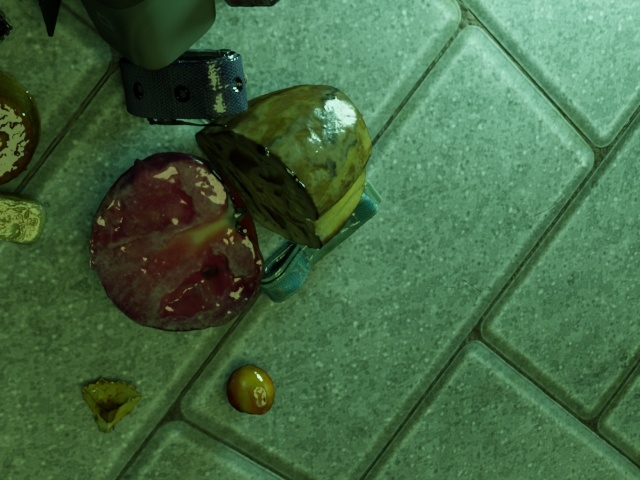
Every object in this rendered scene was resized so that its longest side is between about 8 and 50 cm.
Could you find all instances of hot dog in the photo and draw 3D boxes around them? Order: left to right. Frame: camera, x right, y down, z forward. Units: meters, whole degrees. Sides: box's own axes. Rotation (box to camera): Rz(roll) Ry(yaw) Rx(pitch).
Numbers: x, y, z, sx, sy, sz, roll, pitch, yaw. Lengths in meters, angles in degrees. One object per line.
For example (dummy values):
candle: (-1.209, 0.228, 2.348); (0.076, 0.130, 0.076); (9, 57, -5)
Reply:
hot dog: (-0.584, -0.049, 1.533); (0.242, 0.073, 0.084); (7, 99, -24)

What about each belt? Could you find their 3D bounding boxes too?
belt: (-0.230, -0.255, 1.558); (0.139, 0.230, 0.126); (-37, 127, -54)
belt: (0.000, 0.000, 1.816); (0.302, 0.087, 0.072); (-43, 116, -7)

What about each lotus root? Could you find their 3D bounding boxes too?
lotus root: (-0.023, -0.140, 1.655); (0.250, 0.316, 0.316); (-38, 119, -19)

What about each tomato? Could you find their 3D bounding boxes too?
tomato: (-0.259, -0.012, 1.649); (0.289, 0.176, 0.335); (-25, 112, 6)

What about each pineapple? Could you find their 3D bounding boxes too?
pineapple: (-0.399, 0.326, 1.748); (0.114, 0.077, 0.114); (4, 118, -22)

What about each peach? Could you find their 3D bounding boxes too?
peach: (-0.138, 0.298, 1.846); (0.100, 0.101, 0.101); (-8, 110, -23)

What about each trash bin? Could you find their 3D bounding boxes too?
trash bin: (-0.270, -0.410, 1.392); (0.219, 0.220, 0.250); (-44, 163, -15)

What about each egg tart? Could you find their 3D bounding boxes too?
egg tart: (-0.538, -0.167, 1.475); (0.202, 0.147, 0.203); (-9, 112, -24)

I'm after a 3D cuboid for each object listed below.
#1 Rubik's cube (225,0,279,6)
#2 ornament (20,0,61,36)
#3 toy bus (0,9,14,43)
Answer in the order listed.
Rubik's cube: (-0.102, -0.543, 1.506); (0.237, 0.237, 0.238); (-44, 118, -10)
ornament: (-0.500, -0.429, 1.423); (0.196, 0.166, 0.153); (11, 75, -7)
toy bus: (-0.542, -0.356, 1.460); (0.102, 0.058, 0.052); (54, 52, -29)
